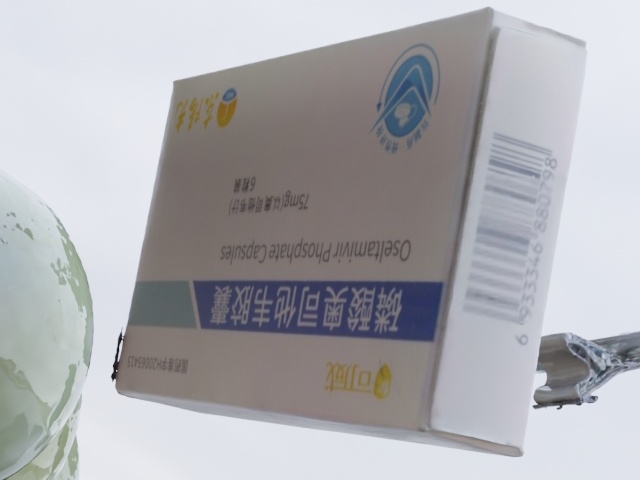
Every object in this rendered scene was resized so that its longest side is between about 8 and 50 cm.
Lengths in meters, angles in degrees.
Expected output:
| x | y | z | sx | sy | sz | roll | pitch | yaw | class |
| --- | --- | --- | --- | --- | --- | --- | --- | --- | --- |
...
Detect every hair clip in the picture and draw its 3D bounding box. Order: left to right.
| x | y | z | sx | sy | sz | roll | pitch | yaw | class |
| --- | --- | --- | --- | --- | --- | --- | --- | --- | --- |
| 0.231 | 0.086 | 1.299 | 0.220 | 0.054 | 0.140 | -5 | -11 | -44 | hair clip |

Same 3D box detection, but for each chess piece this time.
| x | y | z | sx | sy | sz | roll | pitch | yaw | class |
| --- | --- | --- | --- | --- | --- | --- | --- | --- | --- |
| -0.142 | 0.053 | 0.606 | 0.144 | 0.144 | 0.251 | 29 | -27 | -1 | chess piece |

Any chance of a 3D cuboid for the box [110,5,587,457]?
| x | y | z | sx | sy | sz | roll | pitch | yaw | class |
| --- | --- | --- | --- | --- | --- | --- | --- | --- | --- |
| 0.000 | 0.000 | 0.945 | 0.065 | 0.200 | 0.343 | 14 | -8 | -29 | box |
